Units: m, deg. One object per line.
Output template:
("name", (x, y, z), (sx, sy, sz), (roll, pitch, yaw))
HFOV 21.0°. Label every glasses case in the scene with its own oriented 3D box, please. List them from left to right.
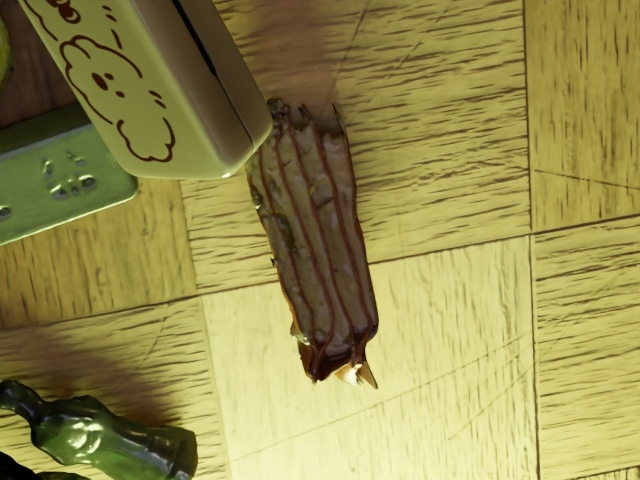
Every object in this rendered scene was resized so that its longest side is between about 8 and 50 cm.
("glasses case", (-0.169, -0.198, 1.393), (0.144, 0.076, 0.336), (2, 133, 42))

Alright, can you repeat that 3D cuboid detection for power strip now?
("power strip", (-0.310, -0.040, 1.532), (0.288, 0.053, 0.093), (-20, 125, 0))

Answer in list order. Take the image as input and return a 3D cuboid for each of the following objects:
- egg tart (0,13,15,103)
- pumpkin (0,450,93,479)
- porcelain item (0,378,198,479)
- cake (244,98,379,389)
("egg tart", (-0.346, -0.141, 1.438), (0.191, 0.074, 0.191), (-6, 122, -9))
("pumpkin", (-0.313, 0.299, 1.635), (0.296, 0.296, 0.295), (-6, 124, -9))
("porcelain item", (-0.228, 0.191, 1.689), (0.216, 0.069, 0.081), (27, 126, -27))
("cake", (-0.007, 0.001, 1.611), (0.098, 0.135, 0.287), (-10, 105, 0))
